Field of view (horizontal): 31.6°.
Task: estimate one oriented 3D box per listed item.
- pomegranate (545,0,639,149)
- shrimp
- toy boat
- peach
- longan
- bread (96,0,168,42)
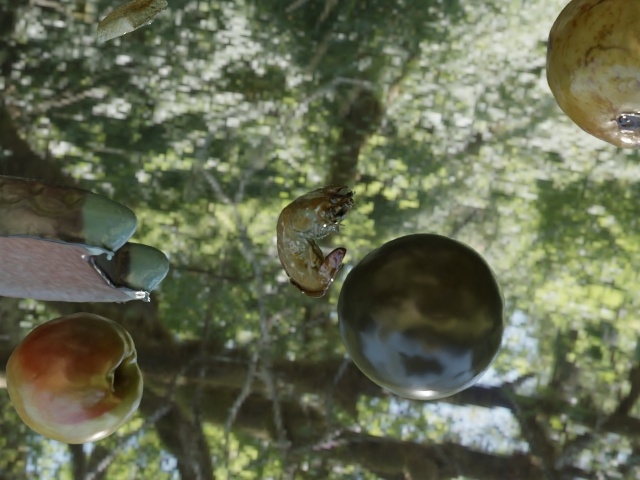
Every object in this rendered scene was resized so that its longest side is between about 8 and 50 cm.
[{"bbox_3d":[0.373,-0.219,1.329,0.215,0.215,0.215,8,-168,-2],"label":"pomegranate"},{"bbox_3d":[-0.004,0.000,1.426,0.053,0.133,0.236,4,164,-25],"label":"shrimp"},{"bbox_3d":[-0.241,-0.012,0.924,0.227,0.085,0.155,3,158,14],"label":"toy boat"},{"bbox_3d":[-0.337,0.188,1.543,0.184,0.184,0.184,8,-168,-2],"label":"peach"},{"bbox_3d":[0.147,0.108,1.652,0.258,0.258,0.258,8,-168,-2],"label":"longan"},{"bbox_3d":[-0.235,-0.278,1.409,0.070,0.035,0.083,-12,-157,37],"label":"bread"}]
